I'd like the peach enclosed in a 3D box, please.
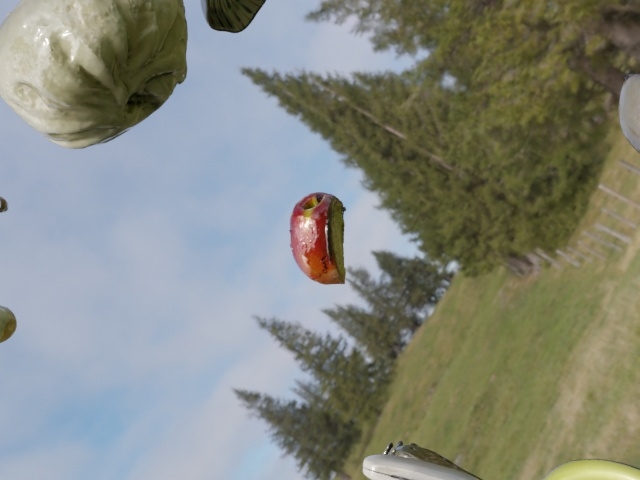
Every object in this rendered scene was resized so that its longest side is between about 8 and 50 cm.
[{"bbox_3d":[-0.006,-0.001,1.444,0.127,0.092,0.172,-59,-34,-65],"label":"peach"}]

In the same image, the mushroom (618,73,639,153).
[{"bbox_3d":[0.448,-0.139,0.988,0.141,0.188,0.117,34,-99,-48],"label":"mushroom"}]

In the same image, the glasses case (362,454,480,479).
[{"bbox_3d":[0.166,0.380,1.298,0.081,0.204,0.051,24,-104,-67],"label":"glasses case"}]

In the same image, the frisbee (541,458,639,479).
[{"bbox_3d":[0.323,0.341,0.858,0.017,0.236,0.236,-22,-35,-42],"label":"frisbee"}]

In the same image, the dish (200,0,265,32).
[{"bbox_3d":[-0.165,-0.468,1.460,0.191,0.066,0.191,-45,-27,-31],"label":"dish"}]

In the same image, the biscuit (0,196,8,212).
[{"bbox_3d":[-0.866,-0.104,1.957,0.164,0.207,0.047,180,102,-78],"label":"biscuit"}]

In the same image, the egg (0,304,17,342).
[{"bbox_3d":[-0.561,0.144,1.405,0.071,0.071,0.083,-62,-17,13],"label":"egg"}]

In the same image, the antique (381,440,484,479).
[{"bbox_3d":[0.238,0.490,1.556,0.150,0.284,0.125,-59,-26,5],"label":"antique"}]

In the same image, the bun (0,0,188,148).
[{"bbox_3d":[-0.357,-0.294,1.343,0.359,0.211,0.360,-36,-6,-4],"label":"bun"}]
